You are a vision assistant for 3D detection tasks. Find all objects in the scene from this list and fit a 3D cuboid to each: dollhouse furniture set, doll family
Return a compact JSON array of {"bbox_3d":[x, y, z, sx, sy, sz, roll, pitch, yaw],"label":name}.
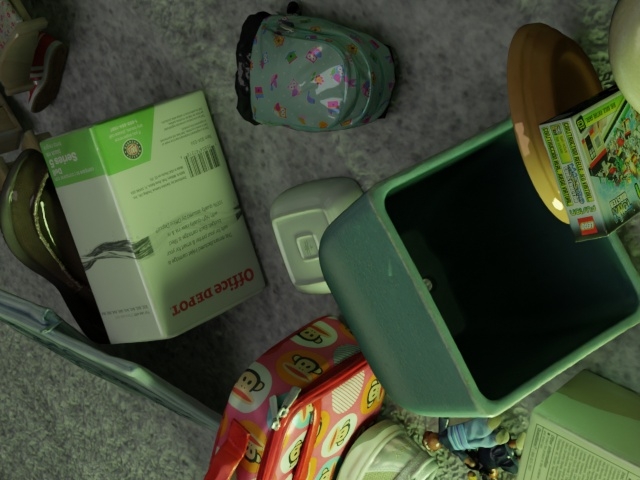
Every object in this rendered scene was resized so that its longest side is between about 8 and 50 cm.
[{"bbox_3d":[-0.469,-0.234,1.820,0.303,0.173,0.355,56,146,22],"label":"dollhouse furniture set"},{"bbox_3d":[0.194,0.274,1.622,0.111,0.076,0.193,-17,92,47],"label":"doll family"}]

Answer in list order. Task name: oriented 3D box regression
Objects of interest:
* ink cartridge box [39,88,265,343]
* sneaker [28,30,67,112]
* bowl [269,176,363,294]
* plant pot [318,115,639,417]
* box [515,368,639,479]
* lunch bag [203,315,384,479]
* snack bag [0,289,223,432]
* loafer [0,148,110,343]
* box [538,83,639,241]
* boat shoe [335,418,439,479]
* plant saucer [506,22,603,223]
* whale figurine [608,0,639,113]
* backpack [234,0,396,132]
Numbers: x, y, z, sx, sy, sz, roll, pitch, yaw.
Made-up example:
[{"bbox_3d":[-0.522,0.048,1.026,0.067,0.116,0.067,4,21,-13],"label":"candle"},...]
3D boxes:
[{"bbox_3d":[-0.205,-0.029,1.733,0.114,0.198,0.273,-10,101,42],"label":"ink cartridge box"},{"bbox_3d":[-0.393,-0.238,1.908,0.067,0.042,0.118,38,123,19],"label":"sneaker"},{"bbox_3d":[0.000,0.000,1.676,0.142,0.053,0.142,-11,99,41],"label":"bowl"},{"bbox_3d":[0.141,0.042,1.459,0.247,0.248,0.252,62,151,1],"label":"plant pot"},{"bbox_3d":[0.367,0.276,1.440,0.311,0.121,0.148,27,124,29],"label":"box"},{"bbox_3d":[-0.048,0.254,1.682,0.120,0.258,0.293,33,126,26],"label":"lunch bag"},{"bbox_3d":[-0.288,0.161,1.859,0.342,0.323,0.037,20,76,33],"label":"snack bag"},{"bbox_3d":[-0.294,0.010,1.817,0.130,0.134,0.366,4,148,24],"label":"loafer"},{"bbox_3d":[0.284,-0.085,1.298,0.036,0.207,0.114,-12,101,41],"label":"box"},{"bbox_3d":[0.062,0.377,1.744,0.103,0.118,0.320,34,120,30],"label":"boat shoe"},{"bbox_3d":[0.239,-0.116,1.332,0.037,0.200,0.200,-13,100,31],"label":"plant saucer"},{"bbox_3d":[0.392,-0.162,1.250,0.272,0.141,0.216,32,124,-5],"label":"whale figurine"},{"bbox_3d":[-0.008,-0.182,1.564,0.182,0.115,0.152,14,114,32],"label":"backpack"}]
